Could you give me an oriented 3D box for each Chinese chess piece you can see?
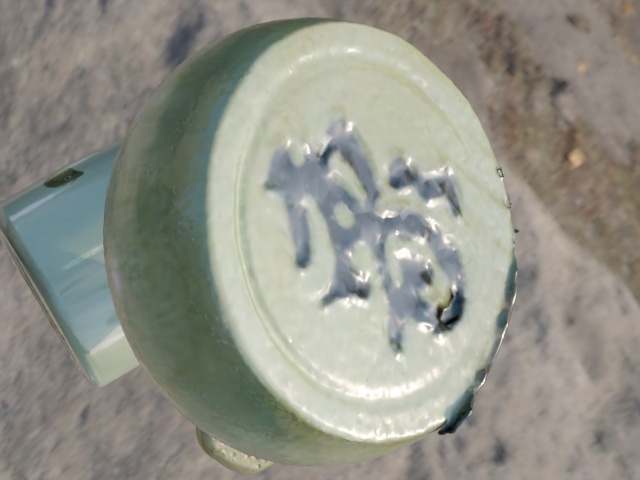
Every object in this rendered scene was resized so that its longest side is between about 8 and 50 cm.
[{"bbox_3d":[0.000,0.000,0.578,0.144,0.058,0.144,9,76,-40],"label":"Chinese chess piece"}]

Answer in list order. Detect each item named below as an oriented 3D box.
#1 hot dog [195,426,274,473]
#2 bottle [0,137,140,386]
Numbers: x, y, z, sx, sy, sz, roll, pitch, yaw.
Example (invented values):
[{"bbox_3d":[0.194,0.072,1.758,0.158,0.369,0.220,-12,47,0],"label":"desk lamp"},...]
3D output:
[{"bbox_3d":[-0.016,0.103,1.622,0.242,0.073,0.084,-46,121,1],"label":"hot dog"},{"bbox_3d":[-0.125,-0.027,1.776,0.351,0.229,0.229,-30,83,-9],"label":"bottle"}]
